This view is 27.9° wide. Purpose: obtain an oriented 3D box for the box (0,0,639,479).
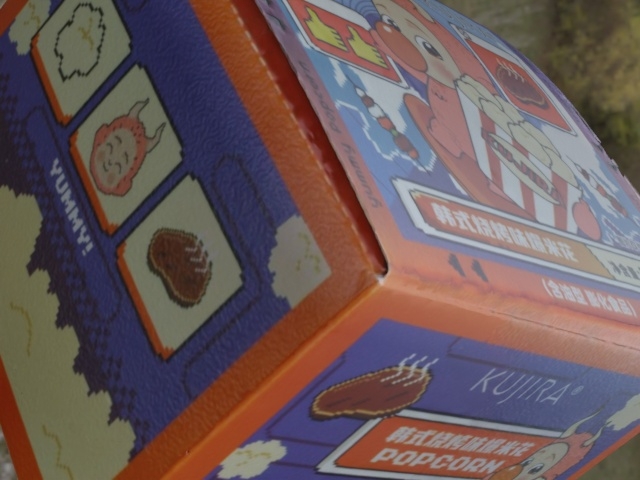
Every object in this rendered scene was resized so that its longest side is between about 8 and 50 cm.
[{"bbox_3d":[0.000,0.000,0.762,0.348,0.257,0.319,17,36,-47],"label":"box"}]
